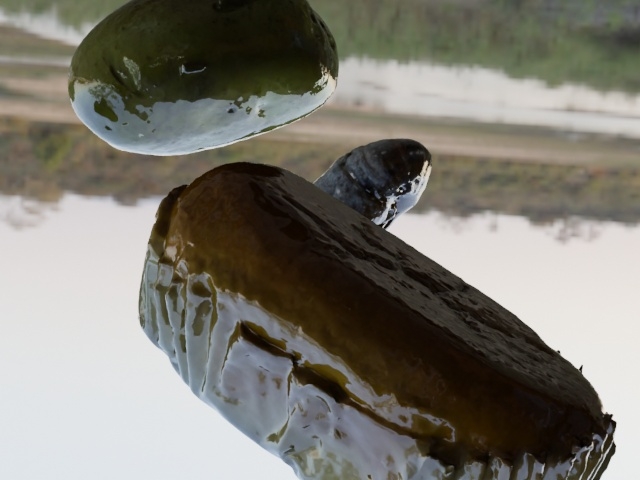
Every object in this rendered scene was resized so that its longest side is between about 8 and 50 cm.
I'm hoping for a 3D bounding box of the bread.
[{"bbox_3d":[0.040,0.085,1.047,0.389,0.183,0.236,28,-152,10],"label":"bread"}]

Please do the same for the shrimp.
[{"bbox_3d":[-0.005,-0.004,1.630,0.343,0.116,0.145,-39,171,19],"label":"shrimp"}]

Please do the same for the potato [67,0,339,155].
[{"bbox_3d":[-0.106,-0.160,1.253,0.228,0.148,0.197,-20,178,14],"label":"potato"}]
